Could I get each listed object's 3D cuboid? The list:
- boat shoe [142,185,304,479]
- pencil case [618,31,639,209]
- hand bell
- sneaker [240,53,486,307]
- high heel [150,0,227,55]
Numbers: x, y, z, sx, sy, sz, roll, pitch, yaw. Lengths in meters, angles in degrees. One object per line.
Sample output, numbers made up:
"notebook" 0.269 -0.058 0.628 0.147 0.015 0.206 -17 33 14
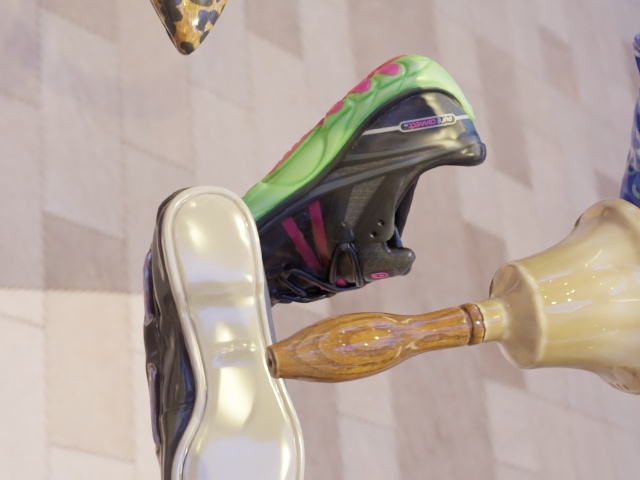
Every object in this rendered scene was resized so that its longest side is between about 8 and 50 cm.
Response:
"boat shoe" -0.083 0.123 1.320 0.112 0.095 0.335 -3 82 -18
"pencil case" 0.390 -0.097 1.801 0.119 0.133 0.306 -15 124 -23
"hand bell" 0.081 0.054 0.986 0.242 0.126 0.126 -10 78 -21
"sneaker" 0.000 0.000 1.922 0.202 0.483 0.185 45 15 -1
"high heel" -0.083 -0.292 1.292 0.093 0.186 0.261 7 74 -23
